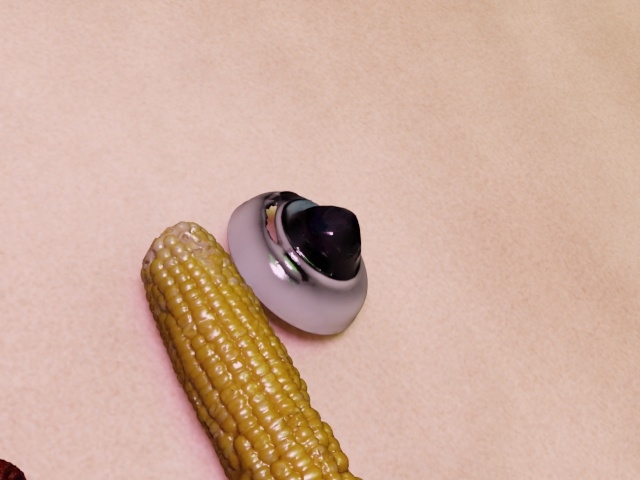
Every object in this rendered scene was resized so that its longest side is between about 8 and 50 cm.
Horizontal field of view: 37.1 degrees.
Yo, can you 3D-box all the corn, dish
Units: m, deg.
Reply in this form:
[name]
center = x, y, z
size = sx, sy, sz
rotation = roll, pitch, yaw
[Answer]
[corn]
center = -0.045, 0.129, 0.710
size = 0.097, 0.097, 0.320
rotation = -17, 67, -34
[dish]
center = 0.000, 0.000, 0.801
size = 0.141, 0.078, 0.141
rotation = 29, 36, -24

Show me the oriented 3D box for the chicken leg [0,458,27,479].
[chicken leg]
center = -0.287, 0.148, 0.604
size = 0.205, 0.053, 0.093
rotation = 23, 66, -7
